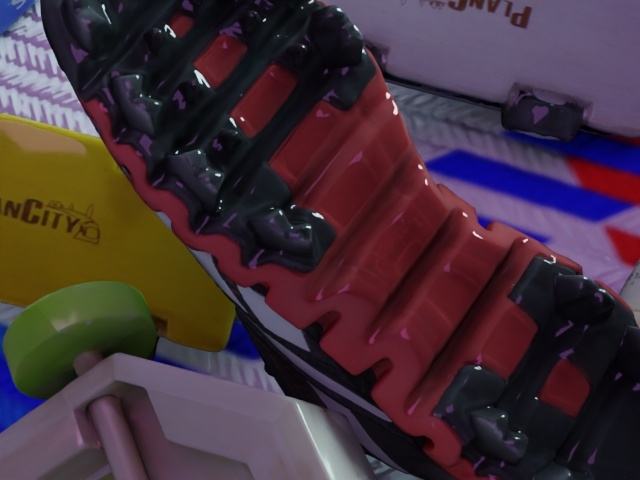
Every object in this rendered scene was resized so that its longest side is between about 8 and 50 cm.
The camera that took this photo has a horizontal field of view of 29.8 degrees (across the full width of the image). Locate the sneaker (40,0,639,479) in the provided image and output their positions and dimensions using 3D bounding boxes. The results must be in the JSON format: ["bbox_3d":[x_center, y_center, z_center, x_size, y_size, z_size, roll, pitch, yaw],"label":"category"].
[{"bbox_3d":[0.000,0.000,0.445,0.276,0.135,0.098,44,68,-7],"label":"sneaker"}]

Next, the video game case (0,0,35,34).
[{"bbox_3d":[-0.293,-0.159,0.678,0.244,0.061,0.269,36,75,25],"label":"video game case"}]

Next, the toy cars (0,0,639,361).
[{"bbox_3d":[-0.032,-0.059,0.550,0.393,0.087,0.176,-27,95,-4],"label":"toy cars"}]

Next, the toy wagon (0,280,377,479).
[{"bbox_3d":[-0.115,0.190,0.424,0.344,0.068,0.267,-36,59,17],"label":"toy wagon"}]

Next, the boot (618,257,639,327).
[{"bbox_3d":[0.233,0.015,0.462,0.213,0.077,0.165,20,66,22],"label":"boot"}]
